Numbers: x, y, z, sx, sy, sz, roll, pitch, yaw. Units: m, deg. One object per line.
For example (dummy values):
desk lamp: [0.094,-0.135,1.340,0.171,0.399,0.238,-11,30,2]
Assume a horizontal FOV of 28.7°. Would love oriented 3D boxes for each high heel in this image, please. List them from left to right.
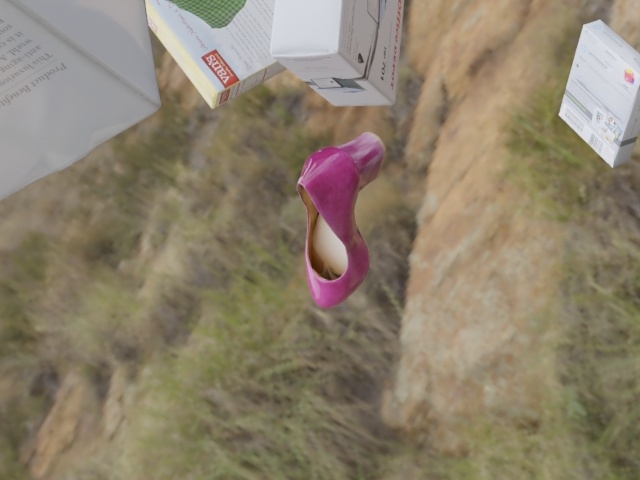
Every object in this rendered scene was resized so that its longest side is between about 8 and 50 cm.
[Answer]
high heel: [0.000,0.000,1.320,0.117,0.082,0.244,-33,-25,-39]

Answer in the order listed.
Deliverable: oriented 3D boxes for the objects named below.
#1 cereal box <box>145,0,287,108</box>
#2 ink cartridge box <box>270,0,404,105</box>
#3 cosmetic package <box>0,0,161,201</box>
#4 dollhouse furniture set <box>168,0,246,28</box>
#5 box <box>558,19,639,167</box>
cereal box: [-0.090,-0.294,1.624,0.240,0.173,0.047,-31,-14,-24]
ink cartridge box: [0.022,-0.237,1.358,0.191,0.082,0.139,24,-111,-65]
cosmetic package: [-0.367,-0.221,1.054,0.230,0.453,0.161,-26,54,21]
dollhouse furniture set: [-0.087,-0.383,1.383,0.151,0.197,0.301,38,103,50]
box: [0.448,-0.229,1.964,0.145,0.038,0.186,52,153,35]
